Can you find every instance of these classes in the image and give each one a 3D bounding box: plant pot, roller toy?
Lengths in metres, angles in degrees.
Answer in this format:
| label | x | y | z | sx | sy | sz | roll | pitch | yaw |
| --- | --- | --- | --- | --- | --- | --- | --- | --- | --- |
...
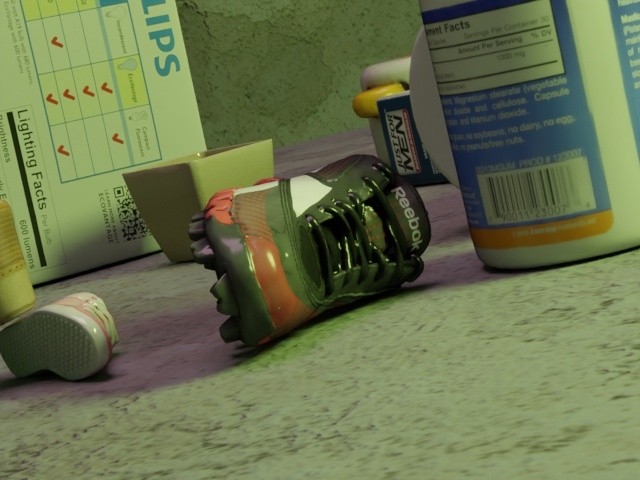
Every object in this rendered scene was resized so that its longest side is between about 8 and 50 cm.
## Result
| label | x | y | z | sx | sy | sz | roll | pitch | yaw |
| --- | --- | --- | --- | --- | --- | --- | --- | --- | --- |
| plant pot | -0.108 | -0.035 | 1.608 | 0.109 | 0.096 | 0.109 | -6 | 10 | 45 |
| roller toy | 0.149 | -0.179 | 2.098 | 0.209 | 0.146 | 0.191 | -13 | 6 | 7 |

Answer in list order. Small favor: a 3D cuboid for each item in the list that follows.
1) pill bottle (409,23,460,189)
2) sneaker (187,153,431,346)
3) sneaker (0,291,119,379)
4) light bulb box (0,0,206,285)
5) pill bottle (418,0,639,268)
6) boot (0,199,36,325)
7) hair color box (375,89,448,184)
| label | x | y | z | sx | sy | sz | roll | pitch | yaw |
| --- | --- | --- | --- | --- | --- | --- | --- | --- | --- |
| pill bottle | 0.256 | -0.151 | 1.391 | 0.361 | 0.204 | 0.204 | -19 | 9 | -39 |
| sneaker | 0.000 | -0.001 | 1.081 | 0.135 | 0.097 | 0.276 | -14 | 5 | 11 |
| sneaker | -0.157 | 0.058 | 1.102 | 0.070 | 0.051 | 0.134 | -24 | 7 | -33 |
| light bulb box | -0.337 | -0.134 | 1.767 | 0.361 | 0.358 | 0.225 | -15 | 9 | -27 |
| pill bottle | 0.149 | -0.129 | 1.109 | 0.152 | 0.272 | 0.152 | -13 | 6 | 1 |
| boot | -0.321 | -0.003 | 1.143 | 0.248 | 0.207 | 0.090 | -28 | 3 | 27 |
| hair color box | 0.235 | -0.135 | 1.729 | 0.174 | 0.105 | 0.347 | -18 | 8 | -35 |
